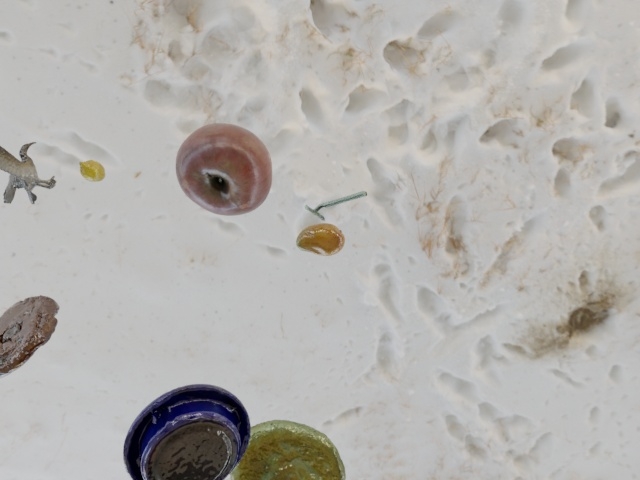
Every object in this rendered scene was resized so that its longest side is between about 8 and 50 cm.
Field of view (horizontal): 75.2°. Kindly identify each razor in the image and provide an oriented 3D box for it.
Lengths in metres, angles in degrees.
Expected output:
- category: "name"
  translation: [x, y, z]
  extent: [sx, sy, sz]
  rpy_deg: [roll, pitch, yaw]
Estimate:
- category: "razor"
  translation: [0.055, -0.120, 1.303]
  extent: [0.211, 0.036, 0.084]
  rpy_deg: [-19, 145, 36]

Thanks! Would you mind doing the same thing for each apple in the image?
- category: "apple"
  translation: [-0.149, -0.114, 0.664]
  extent: [0.153, 0.120, 0.154]
  rpy_deg: [4, 133, 4]

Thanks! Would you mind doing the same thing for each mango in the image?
- category: "mango"
  translation: [0.003, -0.007, 1.433]
  extent: [0.164, 0.089, 0.115]
  rpy_deg: [15, 90, 1]

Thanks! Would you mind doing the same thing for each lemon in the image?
- category: "lemon"
  translation: [-0.698, -0.213, 1.269]
  extent: [0.065, 0.065, 0.092]
  rpy_deg: [-18, 157, 9]

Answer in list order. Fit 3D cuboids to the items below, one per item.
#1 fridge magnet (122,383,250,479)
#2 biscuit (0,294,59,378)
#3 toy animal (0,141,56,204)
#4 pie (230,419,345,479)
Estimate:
- category: "fridge magnet"
  translation: [-0.278, 0.436, 0.890]
  extent: [0.265, 0.112, 0.266]
  rpy_deg: [-7, 107, -23]
- category: "biscuit"
  translation: [-0.635, 0.196, 0.863]
  extent: [0.191, 0.192, 0.049]
  rpy_deg: [-18, 129, 9]
- category: "toy animal"
  translation: [-0.903, -0.209, 1.280]
  extent: [0.160, 0.197, 0.272]
  rpy_deg: [32, 144, -13]
- category: "pie"
  translation: [-0.082, 0.618, 1.072]
  extent: [0.322, 0.070, 0.324]
  rpy_deg: [0, 85, 5]
